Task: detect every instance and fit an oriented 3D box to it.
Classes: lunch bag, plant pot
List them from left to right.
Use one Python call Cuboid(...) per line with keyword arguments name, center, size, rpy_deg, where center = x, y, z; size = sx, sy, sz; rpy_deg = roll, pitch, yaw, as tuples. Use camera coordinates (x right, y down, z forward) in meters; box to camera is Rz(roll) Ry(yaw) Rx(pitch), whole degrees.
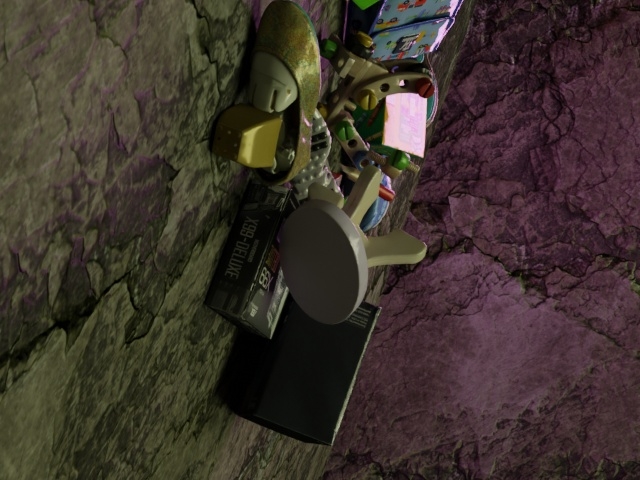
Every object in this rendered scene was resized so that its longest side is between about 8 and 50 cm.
Cuboid(name="plant pot", center=(-0.120, -0.155, 1.531), size=(0.083, 0.081, 0.081), rpy_deg=(-26, 134, -58))
Cuboid(name="lunch bag", center=(0.166, -0.472, 2.092), size=(0.221, 0.138, 0.293), rpy_deg=(-21, 152, -23))

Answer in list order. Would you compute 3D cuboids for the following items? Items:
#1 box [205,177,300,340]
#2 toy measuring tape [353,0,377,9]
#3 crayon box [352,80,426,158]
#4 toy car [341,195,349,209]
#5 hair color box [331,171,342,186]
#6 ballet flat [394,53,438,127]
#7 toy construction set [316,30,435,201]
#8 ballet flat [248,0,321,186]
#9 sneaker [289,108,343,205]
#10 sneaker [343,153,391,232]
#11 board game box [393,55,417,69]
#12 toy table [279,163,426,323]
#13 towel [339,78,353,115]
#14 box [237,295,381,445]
Cuboid(name="box", center=(-0.105, 0.044, 1.877), size=(0.307, 0.076, 0.242), rpy_deg=(63, 46, -74))
Cuboid(name="toy measuring tape", center=(0.015, -0.487, 1.672), size=(0.330, 0.121, 0.121), rpy_deg=(24, 83, -61))
Cuboid(name="crayon box", center=(0.162, -0.284, 2.315), size=(0.278, 0.081, 0.165), rpy_deg=(5, 88, -65))
Cuboid(name="toy car", center=(0.000, 0.000, 2.144), size=(0.225, 0.053, 0.239), rpy_deg=(-48, 178, 21))
Cuboid(name="hair color box", center=(-0.006, -0.092, 2.200), size=(0.167, 0.053, 0.093), rpy_deg=(-40, 147, -67))
Cuboid(name="ballet flat", center=(0.232, -0.413, 2.538), size=(0.106, 0.107, 0.316), rpy_deg=(115, -26, -74))
Cuboid(name="toy construction set", center=(0.063, -0.253, 1.945), size=(0.257, 0.237, 0.309), rpy_deg=(-30, -133, 37))
Cuboid(name="ballet flat", center=(-0.068, -0.216, 1.610), size=(0.348, 0.123, 0.123), rpy_deg=(94, 18, -51))
Cuboid(name="sneaker", center=(-0.032, -0.168, 1.899), size=(0.292, 0.110, 0.118), rpy_deg=(77, -1, -50))
Cuboid(name="sneaker", center=(0.105, -0.180, 2.470), size=(0.147, 0.130, 0.330), rpy_deg=(-20, 118, -67))
Cuboid(name="board game box", center=(0.182, -0.492, 2.384), size=(0.136, 0.035, 0.201), rpy_deg=(-32, 150, -24))
Cuboid(name="toy table", center=(0.041, 0.003, 1.786), size=(0.161, 0.252, 0.274), rpy_deg=(-43, 164, -35))
Cuboid(name="towel", center=(0.055, -0.311, 2.259), size=(0.152, 0.023, 0.113), rpy_deg=(-37, 145, -74))
Cuboid(name="box", center=(-0.032, 0.258, 2.101), size=(0.296, 0.182, 0.294), rpy_deg=(137, -26, -75))
